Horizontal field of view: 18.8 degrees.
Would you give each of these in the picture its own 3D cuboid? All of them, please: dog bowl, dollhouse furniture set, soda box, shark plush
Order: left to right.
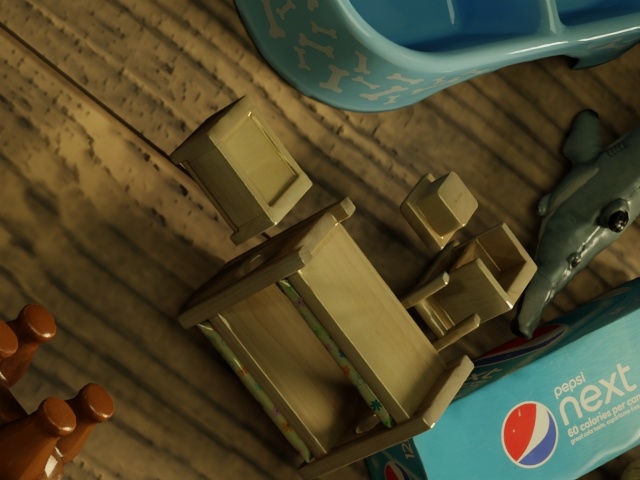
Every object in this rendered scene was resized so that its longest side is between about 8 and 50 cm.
[{"bbox_3d":[0.000,0.000,1.008,0.182,0.101,0.161,53,40,-10],"label":"dollhouse furniture set"},{"bbox_3d":[0.097,-0.167,1.055,0.297,0.074,0.165,-14,94,-26],"label":"dog bowl"},{"bbox_3d":[0.127,0.089,1.062,0.210,0.067,0.071,-24,98,-26],"label":"soda box"},{"bbox_3d":[0.149,-0.018,1.078,0.161,0.067,0.073,-40,105,-23],"label":"shark plush"}]

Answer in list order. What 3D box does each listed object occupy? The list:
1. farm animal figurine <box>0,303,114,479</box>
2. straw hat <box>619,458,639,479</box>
[{"bbox_3d":[-0.237,0.135,0.786,0.327,0.172,0.330,41,28,-19],"label":"farm animal figurine"},{"bbox_3d":[0.195,0.154,1.094,0.061,0.144,0.144,26,71,20],"label":"straw hat"}]
